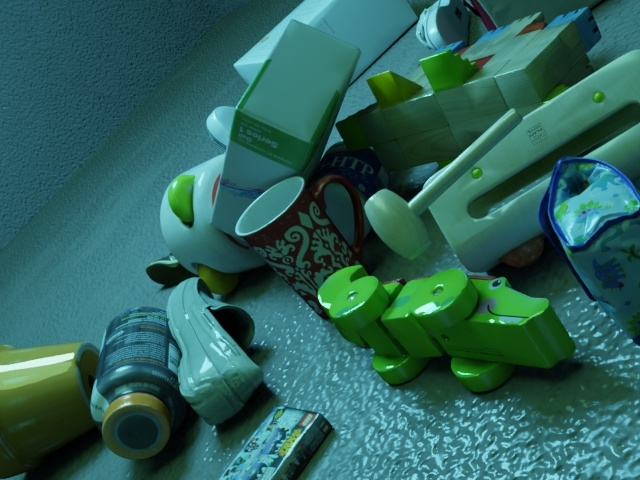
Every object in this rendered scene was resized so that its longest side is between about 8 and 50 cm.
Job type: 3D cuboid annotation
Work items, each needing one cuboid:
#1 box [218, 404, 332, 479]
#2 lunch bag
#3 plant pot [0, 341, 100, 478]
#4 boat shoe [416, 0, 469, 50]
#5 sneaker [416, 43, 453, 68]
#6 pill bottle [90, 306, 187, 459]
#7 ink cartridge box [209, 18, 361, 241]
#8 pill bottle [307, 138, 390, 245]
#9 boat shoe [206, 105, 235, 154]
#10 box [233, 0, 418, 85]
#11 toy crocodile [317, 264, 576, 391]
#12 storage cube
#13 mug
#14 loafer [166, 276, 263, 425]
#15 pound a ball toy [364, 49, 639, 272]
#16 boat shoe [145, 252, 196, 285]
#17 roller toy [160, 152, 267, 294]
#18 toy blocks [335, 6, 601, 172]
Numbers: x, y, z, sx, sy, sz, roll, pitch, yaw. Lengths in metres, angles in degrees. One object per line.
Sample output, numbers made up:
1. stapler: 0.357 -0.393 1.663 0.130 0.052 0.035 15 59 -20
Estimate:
1. box: -0.058 0.247 1.019 0.094 0.027 0.137 -4 41 54
2. lunch bag: 0.270 -0.001 0.843 0.096 0.129 0.151 -32 24 16
3. plant pot: -0.432 0.245 1.421 0.188 0.205 0.205 -19 26 9
4. boat shoe: 0.228 -0.400 1.739 0.084 0.095 0.258 -32 12 28
5. sneaker: 0.184 -0.274 1.566 0.178 0.077 0.072 -35 21 13
6. pill bottle: -0.251 0.201 1.276 0.130 0.130 0.245 -37 22 8
7. ink cartridge box: -0.056 -0.144 1.328 0.278 0.117 0.201 113 -178 -55
8. pill bottle: 0.045 -0.088 1.383 0.112 0.112 0.186 -23 27 35
9. boat shoe: -0.121 -0.149 1.609 0.102 0.108 0.301 -41 -20 16
10. box: 0.009 -0.444 2.044 0.345 0.168 0.215 -45 22 -11
11. toy crocodile: 0.116 0.079 0.949 0.341 0.115 0.105 -6 39 54
12. storage cube: 0.335 -0.446 1.512 0.215 0.183 0.193 -34 23 14
13. mug: -0.003 0.006 1.204 0.150 0.169 0.113 -30 24 21
14. loafer: -0.143 0.135 1.275 0.111 0.112 0.319 -34 30 2
15. pound a ball toy: 0.231 -0.059 0.960 0.319 0.135 0.208 -33 -13 17
16. boat shoe: -0.260 0.046 1.697 0.152 0.056 0.049 -10 30 35
17. roller toy: -0.159 -0.036 1.505 0.146 0.209 0.191 -18 20 46
18. toy blocks: 0.244 -0.222 1.282 0.381 0.190 0.261 -9 27 47
